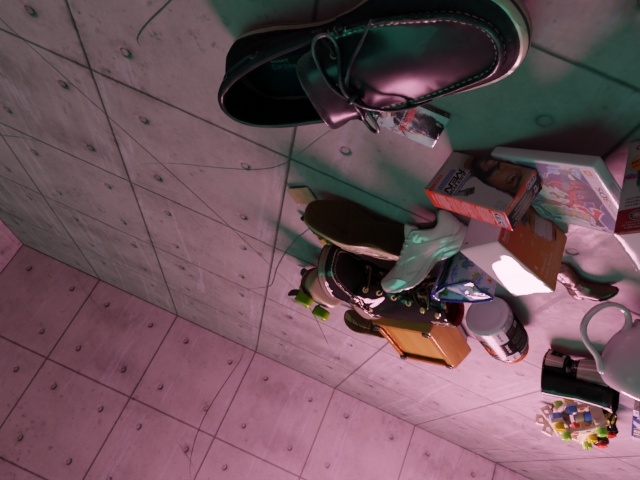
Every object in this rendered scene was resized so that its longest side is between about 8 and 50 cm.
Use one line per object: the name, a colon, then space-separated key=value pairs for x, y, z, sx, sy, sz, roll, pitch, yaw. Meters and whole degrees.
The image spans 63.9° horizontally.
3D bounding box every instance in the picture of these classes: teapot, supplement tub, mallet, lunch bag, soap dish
teapot: x=0.706 y=0.231 z=1.044 sx=0.256 sy=0.187 sz=0.252 roll=9 pitch=-175 yaw=-33
supplement tub: x=0.465 y=0.237 z=1.331 sx=0.117 sy=0.117 sz=0.190 roll=-2 pitch=143 yaw=43
mallet: x=0.000 y=0.000 z=1.401 sx=0.190 sy=0.039 sz=0.062 roll=45 pitch=150 yaw=-26
lunch bag: x=0.314 y=0.066 z=1.132 sx=0.096 sy=0.129 sz=0.151 roll=35 pitch=154 yaw=-17
soap dish: x=0.298 y=0.272 z=1.541 sx=0.228 sy=0.118 sz=0.291 roll=4 pitch=147 yaw=37

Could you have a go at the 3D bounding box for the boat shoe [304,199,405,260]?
boat shoe: x=0.094 y=-0.011 z=1.211 sx=0.285 sy=0.105 sz=0.089 roll=22 pitch=160 yaw=0

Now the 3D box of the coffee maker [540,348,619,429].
coffee maker: x=0.683 y=0.387 z=1.360 sx=0.178 sy=0.171 sz=0.120 roll=3 pitch=163 yaw=41

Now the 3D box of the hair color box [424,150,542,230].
hair color box: x=0.271 y=-0.088 z=0.868 sx=0.167 sy=0.093 sz=0.053 roll=26 pitch=164 yaw=47

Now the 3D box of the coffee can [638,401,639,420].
coffee can: x=0.903 y=0.398 z=1.147 sx=0.201 sy=0.202 sz=0.275 roll=26 pitch=154 yaw=-2

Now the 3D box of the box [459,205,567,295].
box: x=0.367 y=0.005 z=0.970 sx=0.170 sy=0.130 sz=0.091 roll=36 pitch=153 yaw=-21

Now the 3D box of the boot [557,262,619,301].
boot: x=0.544 y=0.082 z=1.072 sx=0.114 sy=0.037 sz=0.106 roll=42 pitch=148 yaw=-21

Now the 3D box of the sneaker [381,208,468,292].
sneaker: x=0.207 y=0.017 z=1.115 sx=0.232 sy=0.090 sz=0.115 roll=-43 pitch=96 yaw=16

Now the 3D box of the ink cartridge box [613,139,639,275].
ink cartridge box: x=0.500 y=-0.050 z=0.699 sx=0.127 sy=0.176 sz=0.128 roll=42 pitch=149 yaw=-26

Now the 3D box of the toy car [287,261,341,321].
toy car: x=-0.029 y=0.135 z=1.559 sx=0.149 sy=0.155 sz=0.188 roll=42 pitch=162 yaw=-31

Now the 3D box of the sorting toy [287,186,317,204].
sorting toy: x=-0.036 y=-0.102 z=1.260 sx=0.062 sy=0.012 sz=0.083 roll=-3 pitch=139 yaw=37

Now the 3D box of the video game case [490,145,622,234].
video game case: x=0.394 y=-0.078 z=0.824 sx=0.183 sy=0.023 sz=0.201 roll=40 pitch=175 yaw=-28

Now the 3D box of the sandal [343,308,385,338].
sandal: x=0.164 y=0.292 z=1.771 sx=0.180 sy=0.072 sz=0.049 roll=18 pitch=175 yaw=6

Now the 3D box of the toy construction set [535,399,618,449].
toy construction set: x=0.813 y=0.590 z=1.644 sx=0.214 sy=0.151 sz=0.328 roll=-6 pitch=156 yaw=7

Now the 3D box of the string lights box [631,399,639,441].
string lights box: x=0.956 y=0.506 z=1.445 sx=0.133 sy=0.077 sz=0.260 roll=8 pitch=149 yaw=35

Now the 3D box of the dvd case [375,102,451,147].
dvd case: x=0.155 y=-0.210 z=0.888 sx=0.119 sy=0.013 sz=0.087 roll=25 pitch=154 yaw=2

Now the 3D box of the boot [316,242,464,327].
boot: x=0.182 y=0.119 z=1.285 sx=0.284 sy=0.138 sz=0.377 roll=3 pitch=153 yaw=32

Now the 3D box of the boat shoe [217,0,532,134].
boat shoe: x=0.045 y=-0.248 z=0.758 sx=0.500 sy=0.156 sz=0.187 roll=5 pitch=146 yaw=33
